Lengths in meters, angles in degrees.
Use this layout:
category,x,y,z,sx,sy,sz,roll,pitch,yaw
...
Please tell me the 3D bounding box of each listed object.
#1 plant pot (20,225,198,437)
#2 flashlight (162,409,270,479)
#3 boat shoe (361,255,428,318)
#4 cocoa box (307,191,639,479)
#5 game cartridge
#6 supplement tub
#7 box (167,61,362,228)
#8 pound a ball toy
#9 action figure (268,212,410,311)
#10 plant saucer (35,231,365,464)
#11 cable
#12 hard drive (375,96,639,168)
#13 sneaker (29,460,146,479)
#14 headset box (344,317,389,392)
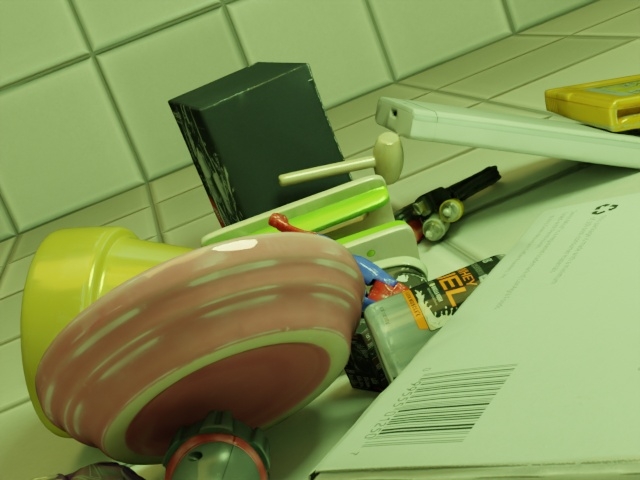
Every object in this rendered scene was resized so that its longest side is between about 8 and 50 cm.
category,x,y,z,sx,sy,sz,roll,pitch,yaw
plant pot,-0.192,0.104,1.273,0.239,0.254,0.254,-3,18,10
flashlight,-0.094,0.243,0.870,0.103,0.103,0.304,-24,13,5
boat shoe,0.024,0.085,1.321,0.227,0.081,0.069,-19,43,17
cocoa box,0.203,0.130,0.608,0.231,0.228,0.347,-11,18,36
game cartridge,0.540,-0.235,1.710,0.285,0.053,0.324,-10,14,-4
supplement tub,0.149,0.086,1.069,0.190,0.117,0.117,-22,14,-2
box,-0.084,-0.108,1.707,0.179,0.313,0.343,-24,14,-11
pound a ball toy,0.000,0.000,1.496,0.319,0.136,0.208,-20,44,-5
action figure,0.070,0.064,1.227,0.280,0.091,0.139,24,-6,23
plant saucer,-0.100,0.120,1.031,0.332,0.084,0.332,-21,-26,-11
cable,0.194,-0.045,1.666,0.139,0.072,0.287,-32,-6,32
hard drive,0.278,-0.163,1.605,0.353,0.047,0.233,7,11,-11
sneaker,-0.197,0.257,0.998,0.104,0.095,0.236,-19,11,-24
headset box,0.047,0.119,1.156,0.032,0.083,0.062,-31,16,-32
